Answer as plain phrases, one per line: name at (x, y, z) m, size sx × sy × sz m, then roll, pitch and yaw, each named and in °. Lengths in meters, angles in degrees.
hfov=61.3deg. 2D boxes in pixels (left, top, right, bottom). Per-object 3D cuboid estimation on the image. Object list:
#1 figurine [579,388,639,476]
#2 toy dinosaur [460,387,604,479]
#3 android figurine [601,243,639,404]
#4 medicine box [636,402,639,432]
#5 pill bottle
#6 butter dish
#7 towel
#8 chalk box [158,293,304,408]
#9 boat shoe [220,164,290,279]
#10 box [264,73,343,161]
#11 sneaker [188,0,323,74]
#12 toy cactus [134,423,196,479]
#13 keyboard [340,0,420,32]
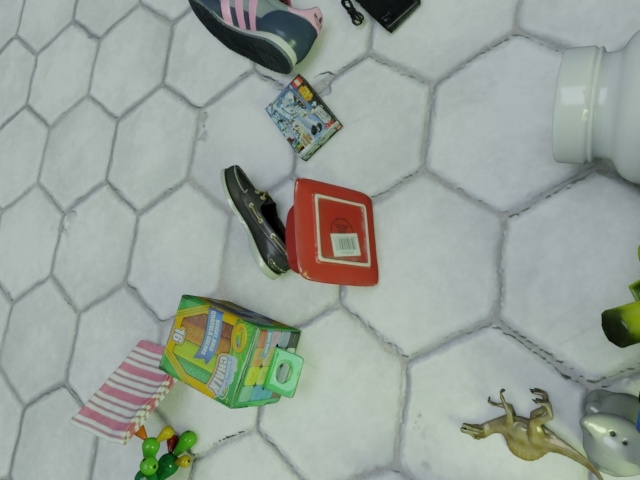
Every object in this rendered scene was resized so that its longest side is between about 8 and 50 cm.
figurine at (0.363, 0.236, 0.544) m, size 0.215 × 0.209 × 0.092 m, roll 31°, pitch 94°, yaw 31°
toy dinosaur at (0.276, 0.243, 0.694) m, size 0.183 × 0.053 × 0.092 m, roll 7°, pitch 97°, yaw 37°
android figurine at (0.443, 0.095, 0.562) m, size 0.273 × 0.056 × 0.248 m, roll -16°, pitch 69°, yaw -9°
medicine box at (0.458, 0.071, 0.463) m, size 0.264 × 0.149 × 0.289 m, roll 19°, pitch 68°, yaw 7°
pill bottle at (0.447, -0.151, 0.600) m, size 0.334 × 0.188 × 0.187 m, roll 7°, pitch 82°, yaw 30°
butter dish at (0.000, 0.000, 0.854) m, size 0.118 × 0.160 × 0.159 m, roll -22°, pitch 66°, yaw 47°
towel at (-0.337, 0.262, 0.965) m, size 0.144 × 0.029 × 0.197 m, roll 2°, pitch 39°, yaw 32°
chalk box at (-0.128, 0.185, 0.873) m, size 0.213 × 0.132 × 0.132 m, roll 16°, pitch 87°, yaw 31°
boat shoe at (-0.104, -0.044, 0.948) m, size 0.069 × 0.081 × 0.227 m, roll -32°, pitch 72°, yaw 16°
box at (-0.032, -0.223, 0.977) m, size 0.094 × 0.027 × 0.137 m, roll -42°, pitch 62°, yaw 16°
sneaker at (-0.127, -0.432, 1.048) m, size 0.319 × 0.112 × 0.131 m, roll 37°, pitch 80°, yaw 28°
toy cactus at (-0.306, 0.411, 0.911) m, size 0.112 × 0.219 × 0.180 m, roll 28°, pitch 132°, yaw 11°
keyboard at (0.088, -0.435, 0.964) m, size 0.108 × 0.023 × 0.180 m, roll -40°, pitch 62°, yaw 8°
